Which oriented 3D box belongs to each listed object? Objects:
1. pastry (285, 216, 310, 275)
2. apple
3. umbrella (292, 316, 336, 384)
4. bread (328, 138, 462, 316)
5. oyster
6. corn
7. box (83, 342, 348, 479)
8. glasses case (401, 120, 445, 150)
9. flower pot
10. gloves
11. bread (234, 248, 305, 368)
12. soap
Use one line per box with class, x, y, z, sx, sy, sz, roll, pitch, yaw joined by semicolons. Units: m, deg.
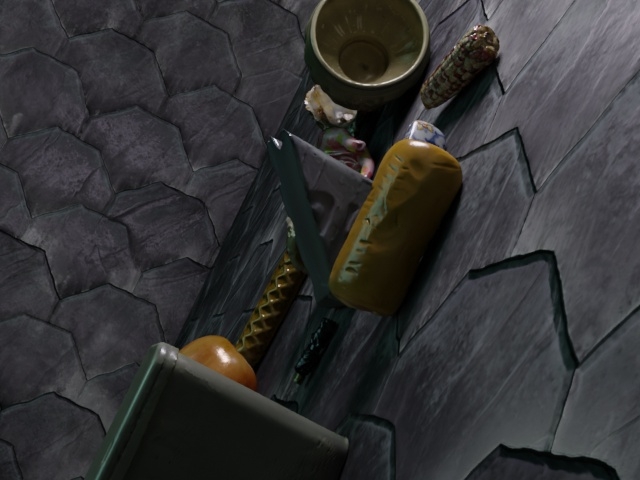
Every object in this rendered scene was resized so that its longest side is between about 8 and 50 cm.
pastry;0.000;0.000;1.872;0.166;0.165;0.088;-57;8;21
apple;-0.257;0.353;2.029;0.241;0.242;0.242;-50;13;-1
umbrella;-0.014;0.219;1.728;0.144;0.037;0.040;-61;12;-2
bread;0.123;-0.022;1.458;0.305;0.142;0.091;-65;-22;-4
oyster;0.062;-0.357;2.331;0.111;0.204;0.396;78;-157;-44
corn;0.262;-0.326;1.679;0.237;0.079;0.080;-43;23;56
box;-0.180;0.388;1.347;0.352;0.343;0.177;-66;15;-16
glasses case;0.168;-0.111;1.584;0.065;0.086;0.248;-51;14;58
flower pot;0.108;-0.448;2.107;0.244;0.307;0.308;100;-165;-78
gloves;0.065;-0.184;2.084;0.145;0.126;0.241;-54;43;13
bread;-0.116;0.157;2.161;0.077;0.084;0.368;31;92;37
soap;-0.019;-0.031;1.705;0.258;0.302;0.159;-64;21;-8
